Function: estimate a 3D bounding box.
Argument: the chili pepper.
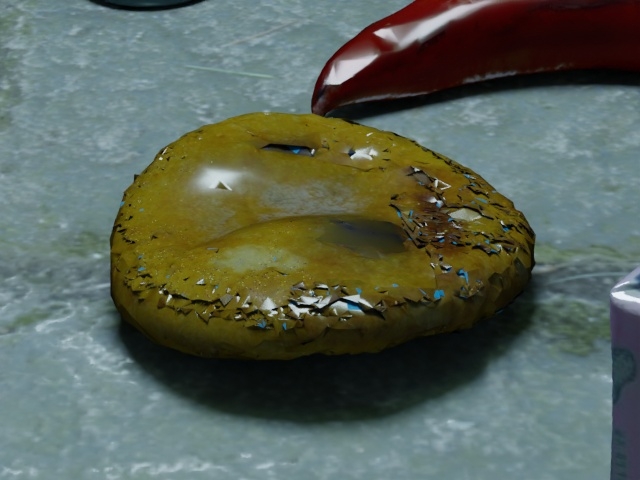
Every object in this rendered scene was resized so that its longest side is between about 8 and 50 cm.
[{"bbox_3d":[0.176,-0.139,1.401,0.368,0.092,0.137,-7,46,4],"label":"chili pepper"}]

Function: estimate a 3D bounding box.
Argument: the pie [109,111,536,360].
[{"bbox_3d":[0.000,0.001,1.133,0.273,0.069,0.273,-1,29,1],"label":"pie"}]

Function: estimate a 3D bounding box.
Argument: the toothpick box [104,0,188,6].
[{"bbox_3d":[-0.138,-0.288,1.570,0.120,0.184,0.120,-1,26,0],"label":"toothpick box"}]

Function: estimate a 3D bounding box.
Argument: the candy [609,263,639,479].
[{"bbox_3d":[0.180,0.084,0.868,0.092,0.160,0.073,16,35,31],"label":"candy"}]
